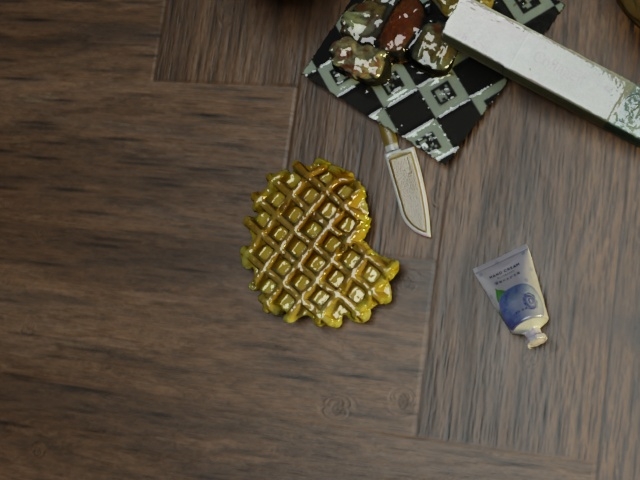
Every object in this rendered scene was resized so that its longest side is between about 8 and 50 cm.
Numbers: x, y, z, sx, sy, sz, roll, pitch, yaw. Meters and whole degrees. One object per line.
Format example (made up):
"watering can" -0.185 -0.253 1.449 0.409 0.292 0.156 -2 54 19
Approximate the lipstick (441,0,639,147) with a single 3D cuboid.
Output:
"lipstick" 0.320 -0.232 1.485 0.317 0.068 0.066 30 94 9

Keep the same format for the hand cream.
"hand cream" 0.272 0.080 1.490 0.084 0.053 0.142 -26 63 12

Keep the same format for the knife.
"knife" 0.118 -0.123 1.588 0.046 0.022 0.256 -17 75 10

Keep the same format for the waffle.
"waffle" 0.000 0.000 1.585 0.249 0.056 0.253 5 80 18

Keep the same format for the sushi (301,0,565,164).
"sushi" 0.153 -0.302 1.581 0.292 0.059 0.294 33 86 20

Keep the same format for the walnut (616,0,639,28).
"walnut" 0.504 -0.381 1.380 0.296 0.285 0.285 -8 76 42
